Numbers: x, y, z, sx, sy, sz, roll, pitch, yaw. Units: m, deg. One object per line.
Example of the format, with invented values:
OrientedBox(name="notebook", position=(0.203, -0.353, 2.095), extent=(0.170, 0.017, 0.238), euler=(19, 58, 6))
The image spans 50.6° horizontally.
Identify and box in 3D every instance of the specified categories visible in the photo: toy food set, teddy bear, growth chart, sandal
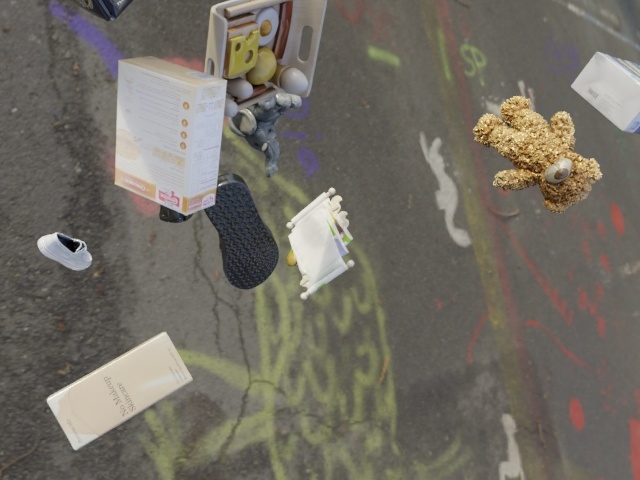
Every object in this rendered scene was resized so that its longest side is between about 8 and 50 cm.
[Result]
OrientedBox(name="toy food set", position=(-0.044, 0.017, 1.832), extent=(0.039, 0.192, 0.132), euler=(36, 83, -12))
OrientedBox(name="teddy bear", position=(0.529, -0.227, 1.680), extent=(0.113, 0.245, 0.337), euler=(68, 6, -60))
OrientedBox(name="growth chart", position=(0.000, 0.000, 1.555), extent=(0.021, 0.172, 0.237), euler=(35, 31, -47))
OrientedBox(name="toy food set", position=(-0.097, -0.320, 1.214), extent=(0.306, 0.093, 0.219), euler=(-40, 151, -48))
OrientedBox(name="sandal", position=(-0.222, -0.031, 1.887), extent=(0.445, 0.168, 0.107), euler=(80, -15, -48))

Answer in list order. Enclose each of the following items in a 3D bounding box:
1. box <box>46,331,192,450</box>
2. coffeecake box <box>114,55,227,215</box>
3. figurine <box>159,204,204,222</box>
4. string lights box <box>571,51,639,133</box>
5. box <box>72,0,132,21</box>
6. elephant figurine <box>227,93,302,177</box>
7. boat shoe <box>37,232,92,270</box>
OrientedBox(name="box", position=(-0.487, 0.362, 1.656), extent=(0.311, 0.121, 0.147), euler=(-31, 91, -19))
OrientedBox(name="coffeecake box", position=(-0.214, -0.149, 0.954), extent=(0.068, 0.142, 0.185), euler=(-29, 136, -53))
OrientedBox(name="figurine", position=(-0.370, -0.176, 1.940), extent=(0.215, 0.092, 0.209), euler=(-24, 120, -51))
OrientedBox(name="string lights box", position=(0.578, -0.248, 1.198), extent=(0.260, 0.076, 0.133), euler=(-2, 45, -38))
OrientedBox(name="box", position=(-0.223, -0.519, 0.819), extent=(0.394, 0.097, 0.318), euler=(-52, 157, -14))
OrientedBox(name="elephant figurine", position=(-0.169, -0.329, 1.874), extent=(0.170, 0.239, 0.186), euler=(14, 36, -26))
OrientedBox(name="boat shoe", position=(-0.621, 0.022, 1.690), extent=(0.184, 0.063, 0.066), euler=(47, 20, -60))
